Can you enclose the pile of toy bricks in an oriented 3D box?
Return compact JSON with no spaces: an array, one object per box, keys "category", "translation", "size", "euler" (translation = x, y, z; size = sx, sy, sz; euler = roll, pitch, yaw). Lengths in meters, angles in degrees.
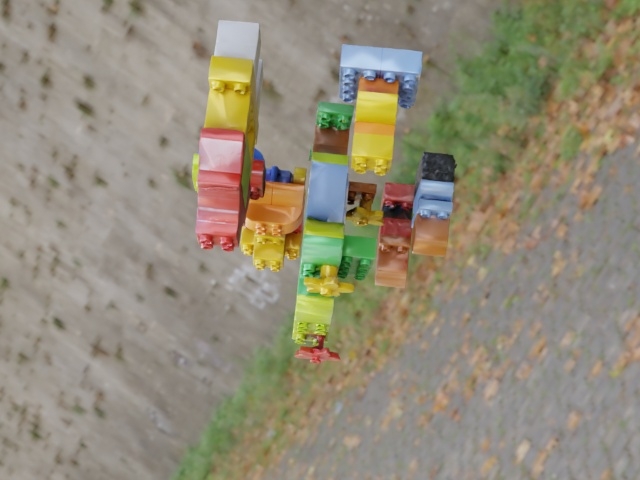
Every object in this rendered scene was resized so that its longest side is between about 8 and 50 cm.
[{"category":"pile of toy bricks","translation":[0.000,0.000,0.513],"size":[0.212,0.118,0.105],"euler":[92,-176,-73]}]
